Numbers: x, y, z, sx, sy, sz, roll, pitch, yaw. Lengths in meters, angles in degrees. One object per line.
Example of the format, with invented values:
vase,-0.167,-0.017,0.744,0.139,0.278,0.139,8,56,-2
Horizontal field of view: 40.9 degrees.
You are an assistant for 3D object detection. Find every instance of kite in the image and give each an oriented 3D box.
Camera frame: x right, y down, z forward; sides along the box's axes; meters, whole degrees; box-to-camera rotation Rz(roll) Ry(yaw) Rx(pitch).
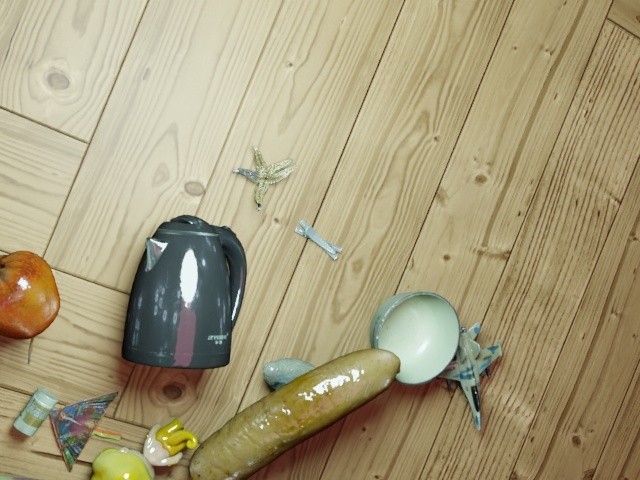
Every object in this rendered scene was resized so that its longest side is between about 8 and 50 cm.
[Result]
kite,-0.474,0.373,1.728,0.159,0.010,0.190,34,87,-24

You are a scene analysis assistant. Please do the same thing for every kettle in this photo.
kettle,-0.251,0.097,1.696,0.268,0.207,0.290,8,86,-52

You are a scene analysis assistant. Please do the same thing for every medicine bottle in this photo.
medicine bottle,-0.554,0.334,1.670,0.047,0.047,0.083,37,84,-22

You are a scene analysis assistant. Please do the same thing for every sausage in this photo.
sausage,-0.056,0.364,1.780,0.501,0.123,0.136,-32,133,-1

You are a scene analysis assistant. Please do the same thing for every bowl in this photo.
bowl,0.197,0.206,1.915,0.211,0.112,0.211,-3,99,-20

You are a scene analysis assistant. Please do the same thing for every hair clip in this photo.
hair clip,-0.001,0.001,1.846,0.115,0.039,0.030,35,90,-25

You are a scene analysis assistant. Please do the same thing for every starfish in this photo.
starfish,-0.122,-0.123,1.774,0.133,0.041,0.130,13,85,-17

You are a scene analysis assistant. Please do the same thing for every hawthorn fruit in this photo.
hawthorn fruit,-0.553,0.122,1.595,0.162,0.162,0.203,-35,131,-13

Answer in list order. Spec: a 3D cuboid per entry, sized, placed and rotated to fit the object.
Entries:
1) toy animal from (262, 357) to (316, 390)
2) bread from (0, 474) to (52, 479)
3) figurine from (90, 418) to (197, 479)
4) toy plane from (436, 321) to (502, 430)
toy animal,-0.026,0.309,1.876,0.253,0.070,0.079,27,123,-35
bread,-0.668,0.527,1.595,0.338,0.155,0.187,14,88,-23
figurine,-0.366,0.462,1.732,0.246,0.131,0.156,-42,91,-25
toy plane,0.346,0.323,2.015,0.192,0.088,0.262,-15,113,-14
